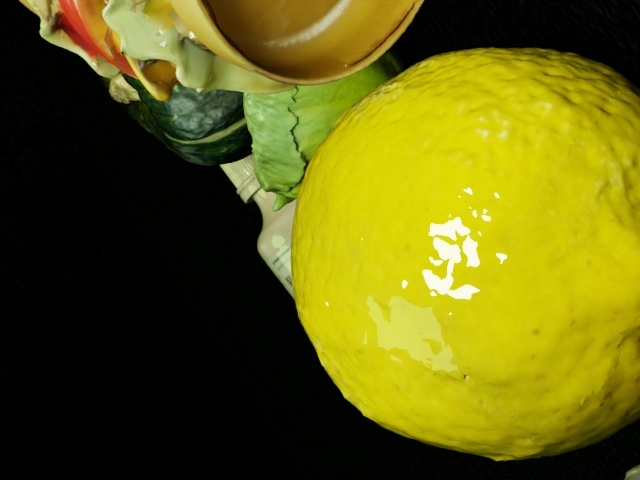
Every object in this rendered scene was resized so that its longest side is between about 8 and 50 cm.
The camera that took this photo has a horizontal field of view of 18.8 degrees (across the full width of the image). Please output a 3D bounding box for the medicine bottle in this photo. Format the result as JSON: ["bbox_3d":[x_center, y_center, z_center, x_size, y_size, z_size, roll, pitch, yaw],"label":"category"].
[{"bbox_3d":[0.000,0.000,1.920,0.252,0.114,0.114,53,169,5],"label":"medicine bottle"}]

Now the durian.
[{"bbox_3d":[-0.004,-0.114,1.523,0.101,0.139,0.250,55,169,19],"label":"durian"}]

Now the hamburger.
[{"bbox_3d":[-0.076,-0.217,1.106,0.212,0.274,0.274,14,145,38],"label":"hamburger"}]

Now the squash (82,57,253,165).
[{"bbox_3d":[-0.125,-0.183,1.719,0.252,0.165,0.252,47,166,16],"label":"squash"}]

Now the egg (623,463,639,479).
[{"bbox_3d":[0.276,0.244,1.459,0.164,0.164,0.201,48,176,22],"label":"egg"}]

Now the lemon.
[{"bbox_3d":[0.104,0.005,1.167,0.253,0.253,0.310,56,166,-18],"label":"lemon"}]
